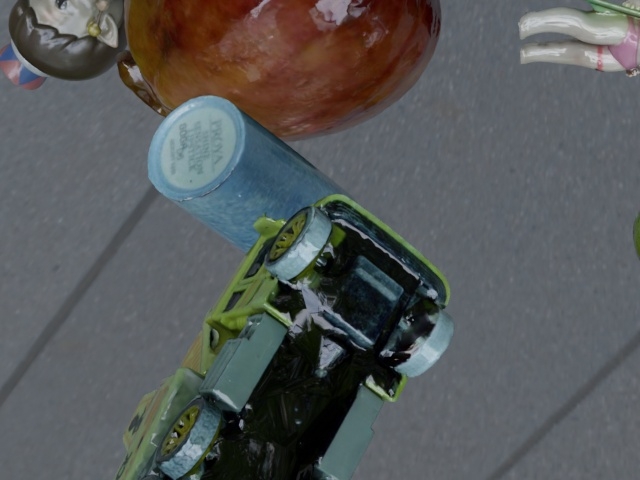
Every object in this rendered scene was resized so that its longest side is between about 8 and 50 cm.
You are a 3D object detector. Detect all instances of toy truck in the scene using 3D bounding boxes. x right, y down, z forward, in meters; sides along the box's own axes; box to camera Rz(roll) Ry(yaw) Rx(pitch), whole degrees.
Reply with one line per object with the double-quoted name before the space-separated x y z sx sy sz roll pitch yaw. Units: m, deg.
"toy truck" -0.032 0.079 0.576 0.085 0.191 0.116 37 158 -19

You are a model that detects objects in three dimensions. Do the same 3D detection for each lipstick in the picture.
"lipstick" 0.000 0.000 0.780 0.068 0.274 0.061 9 74 32

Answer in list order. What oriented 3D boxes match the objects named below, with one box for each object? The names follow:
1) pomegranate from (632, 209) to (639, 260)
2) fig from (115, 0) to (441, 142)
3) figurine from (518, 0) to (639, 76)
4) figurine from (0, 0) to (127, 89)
"pomegranate" 0.263 -0.009 0.959 0.073 0.073 0.084 42 77 -10
"fig" -0.028 -0.176 0.906 0.224 0.224 0.263 35 151 -7
"figurine" 0.231 -0.149 0.926 0.187 0.083 0.083 -2 115 14
"figurine" -0.295 -0.288 1.595 0.158 0.161 0.275 1 129 -33
